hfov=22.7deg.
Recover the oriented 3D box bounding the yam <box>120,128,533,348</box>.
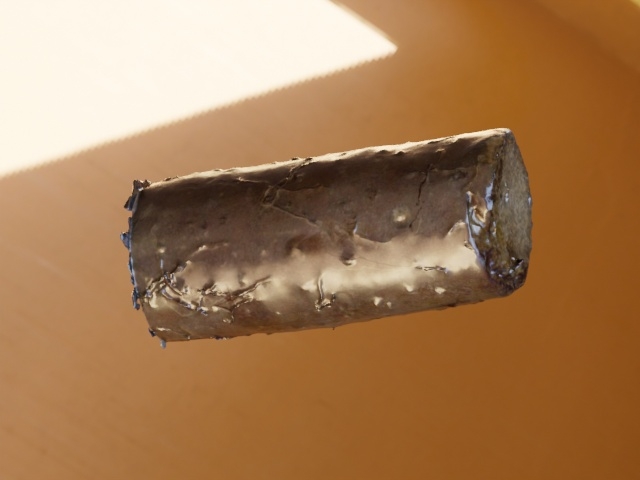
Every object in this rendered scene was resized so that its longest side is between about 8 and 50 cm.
[{"bbox_3d":[0.001,0.001,1.076,0.279,0.131,0.131,-7,-146,23],"label":"yam"}]
